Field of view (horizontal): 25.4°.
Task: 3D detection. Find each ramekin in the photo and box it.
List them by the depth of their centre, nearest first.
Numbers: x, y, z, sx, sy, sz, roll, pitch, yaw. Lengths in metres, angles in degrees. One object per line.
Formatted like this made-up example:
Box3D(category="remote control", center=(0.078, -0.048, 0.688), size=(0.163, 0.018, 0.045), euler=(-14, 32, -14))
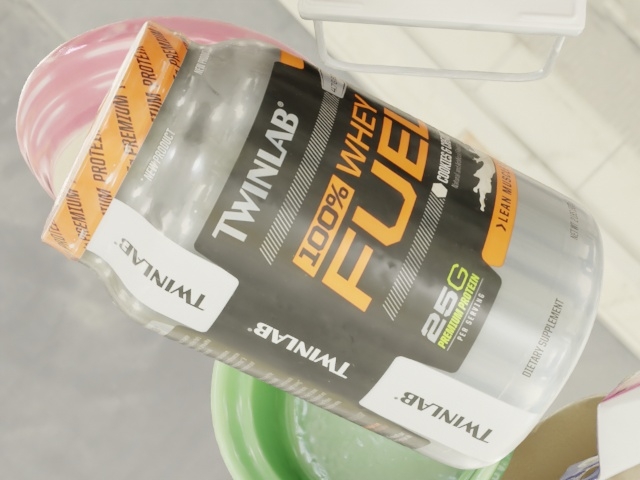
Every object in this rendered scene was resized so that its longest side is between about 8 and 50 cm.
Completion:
Box3D(category="ramekin", center=(0.057, 0.157, 1.412), size=(0.303, 0.303, 0.148), euler=(44, -179, 22))

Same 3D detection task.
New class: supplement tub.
Box3D(category="supplement tub", center=(0.000, 0.000, 0.891), size=(0.316, 0.193, 0.193), euler=(25, -179, -12))

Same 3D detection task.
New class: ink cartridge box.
Box3D(category="ink cartridge box", center=(0.341, 0.106, 1.151), size=(0.069, 0.371, 0.176), euler=(62, -162, 7))

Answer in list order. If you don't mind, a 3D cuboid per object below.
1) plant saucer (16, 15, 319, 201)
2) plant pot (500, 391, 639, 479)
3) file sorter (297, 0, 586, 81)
Box3D(category="plant saucer", center=(-0.137, -0.081, 1.404), size=(0.332, 0.332, 0.084), euler=(48, -146, -47))
Box3D(category="plant pot", center=(0.347, 0.365, 1.660), size=(0.274, 0.256, 0.256), euler=(49, 176, -11))
Box3D(category="file sorter", center=(0.096, -0.268, 1.052), size=(0.193, 0.277, 0.173), euler=(4, 170, 4))
